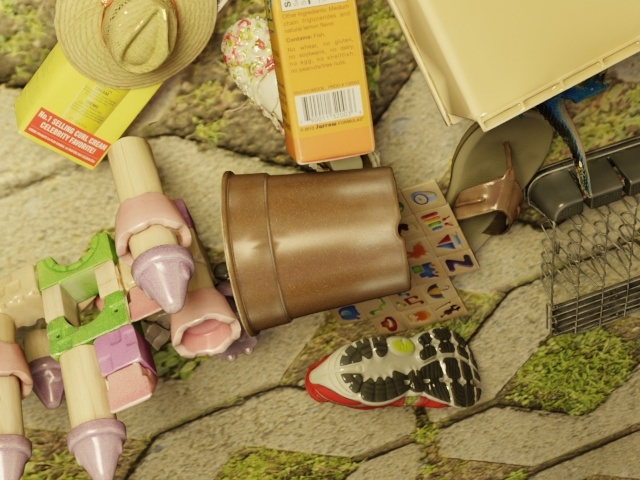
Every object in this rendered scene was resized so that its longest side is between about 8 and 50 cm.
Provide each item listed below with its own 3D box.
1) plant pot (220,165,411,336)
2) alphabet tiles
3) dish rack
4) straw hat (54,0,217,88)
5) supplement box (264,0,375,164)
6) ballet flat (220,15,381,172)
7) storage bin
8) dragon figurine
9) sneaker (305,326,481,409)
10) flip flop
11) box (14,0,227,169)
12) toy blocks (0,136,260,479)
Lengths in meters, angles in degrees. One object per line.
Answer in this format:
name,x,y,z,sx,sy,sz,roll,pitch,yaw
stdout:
plant pot,0.000,0.000,0.900,0.165,0.167,0.167,-9,131,3
alphabet tiles,0.083,0.033,1.082,0.198,0.009,0.237,-17,135,19
dish rack,0.370,0.003,1.172,0.208,0.074,0.271,-17,133,-5
straw hat,-0.148,-0.174,0.755,0.144,0.061,0.144,-10,130,-12
supplement box,-0.008,-0.191,0.809,0.080,0.078,0.233,-9,106,-8
ballet flat,-0.005,-0.126,0.916,0.091,0.077,0.241,-38,130,12
storage bin,0.178,-0.267,0.768,0.260,0.123,0.262,-28,102,2
dragon figurine,0.210,-0.178,0.925,0.144,0.085,0.289,-14,116,-14
sneaker,0.098,0.174,1.201,0.279,0.107,0.118,10,156,-38
flip flop,0.185,-0.036,1.059,0.112,0.080,0.277,14,122,-29
box,-0.177,-0.177,0.821,0.087,0.058,0.232,30,113,-37
toy blocks,-0.205,0.118,0.880,0.289,0.260,0.309,-24,144,1
